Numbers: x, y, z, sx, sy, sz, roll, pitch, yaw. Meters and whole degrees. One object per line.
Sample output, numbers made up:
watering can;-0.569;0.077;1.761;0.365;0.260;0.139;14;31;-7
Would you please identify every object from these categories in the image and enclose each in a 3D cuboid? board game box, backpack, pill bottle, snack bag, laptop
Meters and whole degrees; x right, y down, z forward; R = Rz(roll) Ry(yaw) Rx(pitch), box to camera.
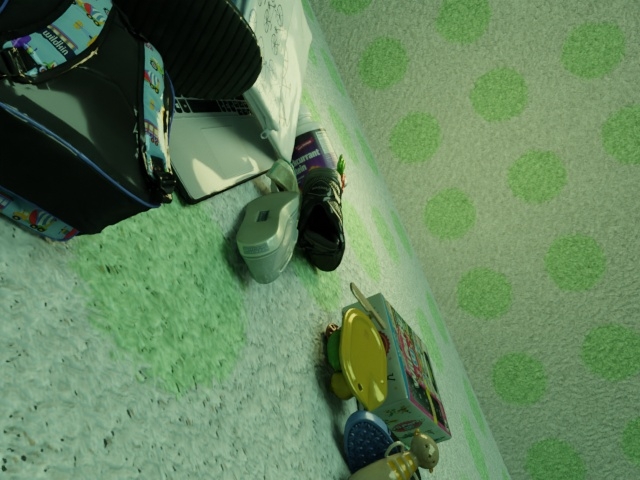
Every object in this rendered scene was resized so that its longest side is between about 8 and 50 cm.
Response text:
board game box;0.166;0.284;0.931;0.303;0.097;0.224;47;25;-44
backpack;-0.192;-0.110;0.337;0.158;0.116;0.174;44;32;-48
pill bottle;-0.025;-0.186;0.949;0.194;0.108;0.108;66;18;1
snack bag;-0.066;-0.329;0.751;0.342;0.037;0.324;61;35;-72
laptop;-0.116;-0.314;0.639;0.408;0.236;0.382;63;18;-10

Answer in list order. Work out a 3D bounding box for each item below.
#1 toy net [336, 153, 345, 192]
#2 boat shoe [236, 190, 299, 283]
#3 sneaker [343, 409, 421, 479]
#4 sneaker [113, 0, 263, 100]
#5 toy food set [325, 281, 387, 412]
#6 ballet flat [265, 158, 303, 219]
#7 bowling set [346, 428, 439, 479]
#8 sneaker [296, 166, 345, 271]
toy net;0.016;-0.053;0.887;0.232;0.045;0.122;91;12;-44
boat shoe;-0.074;-0.010;0.664;0.228;0.079;0.081;-79;163;-65
sneaker;0.100;0.347;0.703;0.090;0.081;0.233;-93;157;-71
sneaker;-0.192;-0.260;0.398;0.330;0.122;0.146;26;43;-35
toy food set;0.052;0.191;0.752;0.128;0.071;0.218;49;28;-23
ballet flat;-0.060;-0.078;0.808;0.057;0.052;0.168;28;-24;34
bowling set;0.165;0.414;0.545;0.287;0.154;0.200;68;-19;-1
sneaker;0.000;0.000;0.767;0.228;0.087;0.130;91;6;-47
